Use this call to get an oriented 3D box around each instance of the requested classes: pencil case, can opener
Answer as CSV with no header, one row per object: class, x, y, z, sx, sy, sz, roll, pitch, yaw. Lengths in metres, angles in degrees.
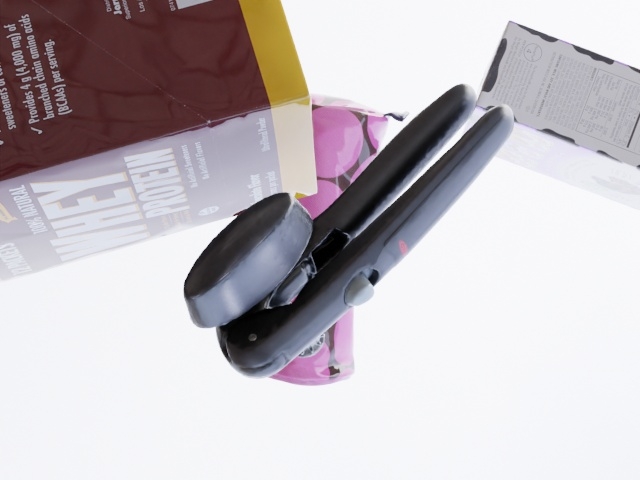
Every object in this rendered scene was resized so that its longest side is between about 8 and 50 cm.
pencil case,0.000,0.000,1.152,0.095,0.098,0.209,11,-89,23
can opener,0.021,-0.006,0.741,0.186,0.073,0.059,-37,-119,-16

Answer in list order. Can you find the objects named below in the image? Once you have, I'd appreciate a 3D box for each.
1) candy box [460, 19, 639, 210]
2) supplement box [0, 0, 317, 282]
candy box,0.209,-0.080,1.169,0.165,0.196,0.070,85,26,-85
supplement box,-0.121,-0.103,0.803,0.194,0.129,0.191,-16,-108,-4
